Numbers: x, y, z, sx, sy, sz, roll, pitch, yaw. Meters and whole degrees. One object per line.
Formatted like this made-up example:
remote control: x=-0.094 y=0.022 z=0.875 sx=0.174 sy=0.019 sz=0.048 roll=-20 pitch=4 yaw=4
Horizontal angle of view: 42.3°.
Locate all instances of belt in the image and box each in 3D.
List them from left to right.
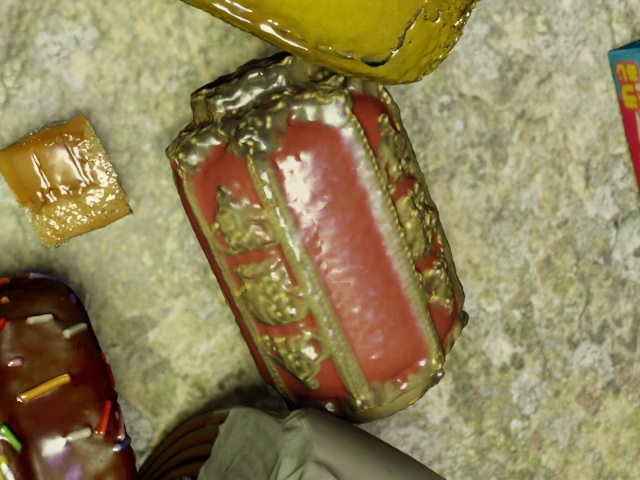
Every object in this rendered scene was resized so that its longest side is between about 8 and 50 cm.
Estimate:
belt: x=-0.048 y=0.223 z=0.556 sx=0.122 sy=0.338 sz=0.217 roll=29 pitch=61 yaw=-19

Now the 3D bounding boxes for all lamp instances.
lamp: x=0.000 y=0.000 z=0.601 sx=0.177 sy=0.177 sz=0.274 roll=-25 pitch=109 yaw=-9

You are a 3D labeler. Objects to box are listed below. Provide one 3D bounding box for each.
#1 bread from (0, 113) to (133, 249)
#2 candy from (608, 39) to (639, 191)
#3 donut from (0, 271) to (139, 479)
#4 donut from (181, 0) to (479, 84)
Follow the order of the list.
bread: x=-0.182 y=-0.043 z=0.587 sx=0.070 sy=0.076 sz=0.083 roll=-29 pitch=109 yaw=-11
candy: x=0.375 y=-0.048 z=0.725 sx=0.157 sy=0.100 sz=0.306 roll=-24 pitch=106 yaw=-10
donut: x=-0.182 y=0.126 z=0.560 sx=0.096 sy=0.216 sz=0.230 roll=-14 pitch=90 yaw=-21
donut: x=-0.023 y=-0.183 z=0.513 sx=0.272 sy=0.272 sz=0.107 roll=17 pitch=107 yaw=-18
